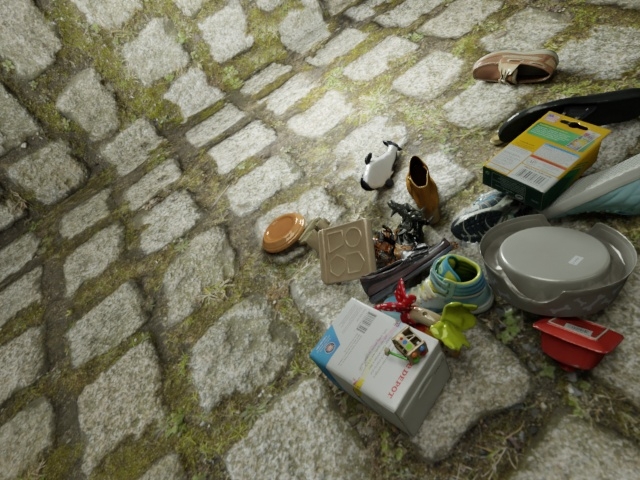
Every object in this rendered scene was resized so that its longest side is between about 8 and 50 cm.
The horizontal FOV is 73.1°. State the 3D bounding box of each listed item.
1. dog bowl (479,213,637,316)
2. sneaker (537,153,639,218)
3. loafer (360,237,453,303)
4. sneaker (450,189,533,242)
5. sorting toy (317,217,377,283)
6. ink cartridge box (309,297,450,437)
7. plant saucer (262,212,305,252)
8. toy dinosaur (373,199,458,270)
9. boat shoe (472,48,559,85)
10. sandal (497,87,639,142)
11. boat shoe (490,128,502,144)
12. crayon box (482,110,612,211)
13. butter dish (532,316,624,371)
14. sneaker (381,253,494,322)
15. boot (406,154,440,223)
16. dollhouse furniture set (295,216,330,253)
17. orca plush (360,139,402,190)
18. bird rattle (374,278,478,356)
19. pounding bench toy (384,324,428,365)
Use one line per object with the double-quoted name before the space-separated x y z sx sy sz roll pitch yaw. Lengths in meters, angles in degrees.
"dog bowl" 0.595 0.059 1.112 0.348 0.102 0.349 -10 31 6
"sneaker" 0.812 -0.117 1.202 0.365 0.150 0.135 -27 9 38
"loafer" 0.246 0.075 1.283 0.302 0.109 0.095 -39 79 21
"sneaker" 0.529 -0.091 1.363 0.282 0.110 0.122 -25 32 -4
"sorting toy" 0.089 0.039 1.443 0.208 0.038 0.193 -13 76 34
"ink cartridge box" 0.157 0.320 1.110 0.270 0.197 0.198 23 64 40
"plant saucer" -0.150 -0.038 1.684 0.199 0.037 0.200 -25 35 19
"toy dinosaur" 0.275 0.007 1.396 0.321 0.164 0.219 10 74 15
"boat shoe" 0.772 -0.689 1.738 0.324 0.123 0.117 5 56 34
"sandal" 0.824 -0.388 1.419 0.444 0.167 0.107 -9 66 22
"boat shoe" 0.688 -0.407 1.580 0.152 0.048 0.056 -30 44 1
"crayon box" 0.677 -0.246 1.300 0.322 0.083 0.203 -38 48 -15
"butter dish" 0.590 0.250 1.008 0.159 0.119 0.160 -7 20 -42
"sneaker" 0.303 0.128 1.196 0.318 0.208 0.127 -15 47 17
"boot" 0.341 -0.217 1.481 0.104 0.211 0.295 -19 45 11
"dollhouse furniture set" 0.000 0.000 1.604 0.144 0.123 0.151 -54 13 -22
"orca plush" 0.213 -0.284 1.693 0.102 0.151 0.288 -28 36 51
"bird rattle" 0.272 0.225 1.124 0.253 0.207 0.143 9 51 32
"pounding bench toy" 0.193 0.249 0.976 0.083 0.052 0.065 -37 46 -9
